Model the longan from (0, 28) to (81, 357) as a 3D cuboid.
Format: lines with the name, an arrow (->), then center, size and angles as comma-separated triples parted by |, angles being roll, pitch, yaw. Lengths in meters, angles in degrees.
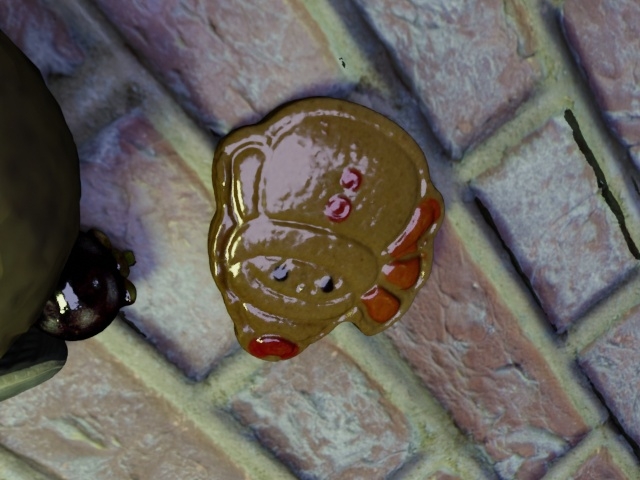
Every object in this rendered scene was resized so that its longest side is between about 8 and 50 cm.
longan -> -0.407, -0.039, 0.532 | 0.391, 0.391, 0.391 | -6, 111, -16

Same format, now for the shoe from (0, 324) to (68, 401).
shoe -> -0.468, 0.219, 0.755 | 0.337, 0.132, 0.171 | -14, 118, -11

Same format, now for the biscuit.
biscuit -> 0.000, 0.000, 0.864 | 0.359, 0.074, 0.381 | 19, 99, -21

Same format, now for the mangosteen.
mangosteen -> -0.289, 0.048, 0.758 | 0.151, 0.137, 0.137 | -27, 121, -46
